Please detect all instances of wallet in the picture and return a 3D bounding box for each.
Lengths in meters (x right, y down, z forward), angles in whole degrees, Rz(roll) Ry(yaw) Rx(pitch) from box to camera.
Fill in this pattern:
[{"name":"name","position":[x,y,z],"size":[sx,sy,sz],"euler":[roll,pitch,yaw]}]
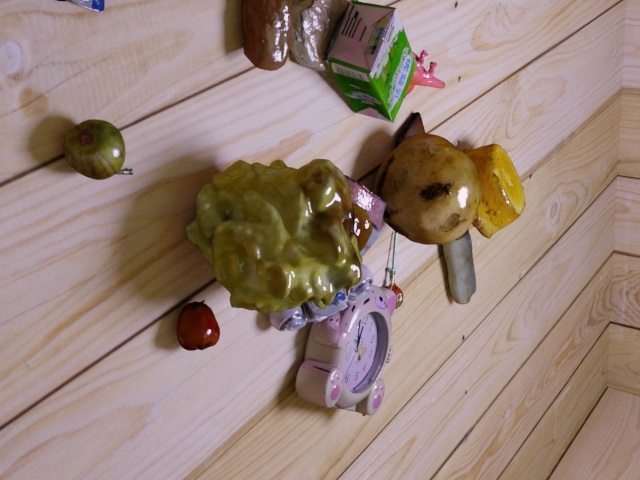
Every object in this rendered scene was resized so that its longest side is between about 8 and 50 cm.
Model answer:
[{"name":"wallet","position":[0.242,-0.184,2.246],"size":[0.137,0.031,0.255],"euler":[-52,139,-32]}]

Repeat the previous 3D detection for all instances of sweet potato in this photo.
[{"name":"sweet potato","position":[-0.098,-0.437,1.623],"size":[0.097,0.097,0.251],"euler":[-14,107,-53]}]

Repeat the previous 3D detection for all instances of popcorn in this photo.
[{"name":"popcorn","position":[-0.082,-0.001,1.607],"size":[0.312,0.312,0.312],"euler":[-24,120,-50]}]

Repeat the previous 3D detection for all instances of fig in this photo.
[{"name":"fig","position":[-0.327,-0.121,1.386],"size":[0.093,0.093,0.166],"euler":[-65,145,-18]}]

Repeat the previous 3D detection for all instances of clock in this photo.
[{"name":"clock","position":[0.072,0.243,2.071],"size":[0.284,0.114,0.309],"euler":[25,79,-54]}]

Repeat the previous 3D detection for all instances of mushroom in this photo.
[{"name":"mushroom","position":[0.389,0.049,2.502],"size":[0.100,0.081,0.312],"euler":[-48,141,-32]}]

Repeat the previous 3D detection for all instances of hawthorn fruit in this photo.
[{"name":"hawthorn fruit","position":[-0.228,0.155,1.643],"size":[0.081,0.081,0.093],"euler":[18,57,-56]}]

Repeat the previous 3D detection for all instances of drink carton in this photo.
[{"name":"drink carton","position":[0.112,-0.380,1.876],"size":[0.161,0.108,0.271],"euler":[-67,160,-9]}]

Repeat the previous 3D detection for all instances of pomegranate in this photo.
[{"name":"pomegranate","position":[0.250,-0.112,2.076],"size":[0.260,0.260,0.260],"euler":[-24,120,-50]}]

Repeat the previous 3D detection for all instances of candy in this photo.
[{"name":"candy","position":[0.185,0.077,2.243],"size":[0.060,0.060,0.201],"euler":[-2,95,-55]}]

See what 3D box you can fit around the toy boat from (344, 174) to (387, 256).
[{"name":"toy boat","position":[0.035,0.013,1.964],"size":[0.206,0.096,0.282],"euler":[35,80,-46]}]

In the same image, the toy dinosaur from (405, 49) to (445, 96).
[{"name":"toy dinosaur","position":[0.221,-0.376,2.137],"size":[0.286,0.070,0.139],"euler":[30,86,-58]}]

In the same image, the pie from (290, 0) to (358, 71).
[{"name":"pie","position":[0.012,-0.435,1.807],"size":[0.218,0.052,0.185],"euler":[-52,138,-35]}]

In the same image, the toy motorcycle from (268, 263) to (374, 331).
[{"name":"toy motorcycle","position":[0.003,0.129,1.910],"size":[0.254,0.112,0.112],"euler":[-25,124,-22]}]

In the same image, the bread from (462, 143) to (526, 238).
[{"name":"bread","position":[0.459,-0.146,2.422],"size":[0.268,0.146,0.268],"euler":[44,35,-42]}]

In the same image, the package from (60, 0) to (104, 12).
[{"name":"package","position":[-0.366,-0.431,1.278],"size":[0.173,0.027,0.171],"euler":[1,100,-52]}]

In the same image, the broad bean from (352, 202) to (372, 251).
[{"name":"broad bean","position":[-0.002,-0.003,1.831],"size":[0.228,0.122,0.156],"euler":[-28,121,-16]}]
